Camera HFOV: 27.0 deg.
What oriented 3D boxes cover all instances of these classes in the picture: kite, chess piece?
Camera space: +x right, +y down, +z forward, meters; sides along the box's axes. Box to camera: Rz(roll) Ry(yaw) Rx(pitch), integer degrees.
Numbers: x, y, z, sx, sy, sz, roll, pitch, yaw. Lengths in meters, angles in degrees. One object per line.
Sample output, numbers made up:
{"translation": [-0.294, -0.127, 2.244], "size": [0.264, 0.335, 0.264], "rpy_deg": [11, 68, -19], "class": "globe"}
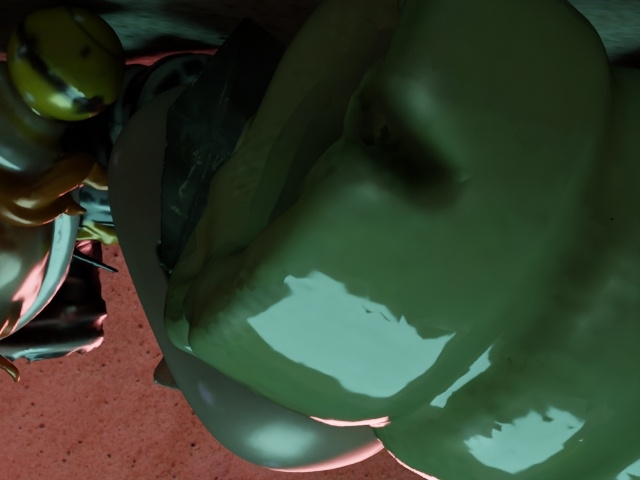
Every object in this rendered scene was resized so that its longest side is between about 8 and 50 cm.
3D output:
{"translation": [0.056, 0.026, 0.625], "size": [0.310, 0.169, 0.015], "rpy_deg": [34, 131, -14], "class": "kite"}
{"translation": [0.166, 0.069, 0.523], "size": [0.442, 0.234, 0.234], "rpy_deg": [30, 170, -15], "class": "chess piece"}

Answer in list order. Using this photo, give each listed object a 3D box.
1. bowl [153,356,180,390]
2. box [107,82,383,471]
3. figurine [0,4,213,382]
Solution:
{"translation": [0.037, -0.004, 0.842], "size": [0.313, 0.146, 0.313], "rpy_deg": [-10, -177, 0], "class": "bowl"}
{"translation": [-0.026, 0.015, 0.645], "size": [0.088, 0.200, 0.146], "rpy_deg": [-32, 161, 26], "class": "box"}
{"translation": [-0.223, -0.023, 0.721], "size": [0.323, 0.196, 0.320], "rpy_deg": [-4, 141, -48], "class": "figurine"}
